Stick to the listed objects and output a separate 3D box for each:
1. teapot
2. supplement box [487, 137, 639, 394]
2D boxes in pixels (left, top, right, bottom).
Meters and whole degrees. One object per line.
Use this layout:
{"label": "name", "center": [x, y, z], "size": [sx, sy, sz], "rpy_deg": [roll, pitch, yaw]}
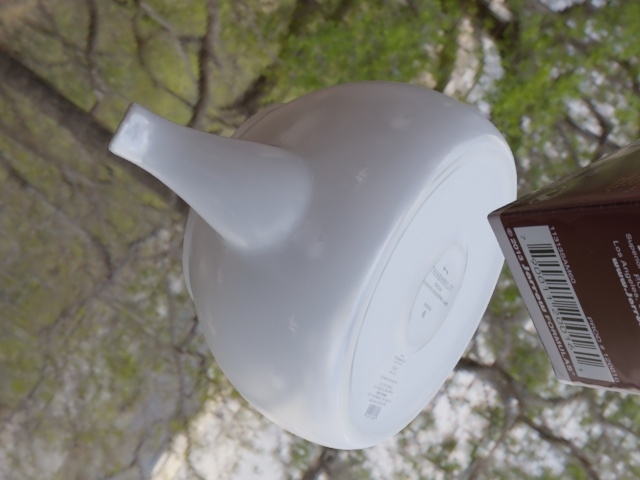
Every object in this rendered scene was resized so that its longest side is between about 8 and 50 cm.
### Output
{"label": "teapot", "center": [0.000, 0.000, 0.796], "size": [0.252, 0.187, 0.256], "rpy_deg": [-38, 143, -42]}
{"label": "supplement box", "center": [0.164, -0.009, 0.344], "size": [0.130, 0.073, 0.239], "rpy_deg": [-26, -173, -19]}
